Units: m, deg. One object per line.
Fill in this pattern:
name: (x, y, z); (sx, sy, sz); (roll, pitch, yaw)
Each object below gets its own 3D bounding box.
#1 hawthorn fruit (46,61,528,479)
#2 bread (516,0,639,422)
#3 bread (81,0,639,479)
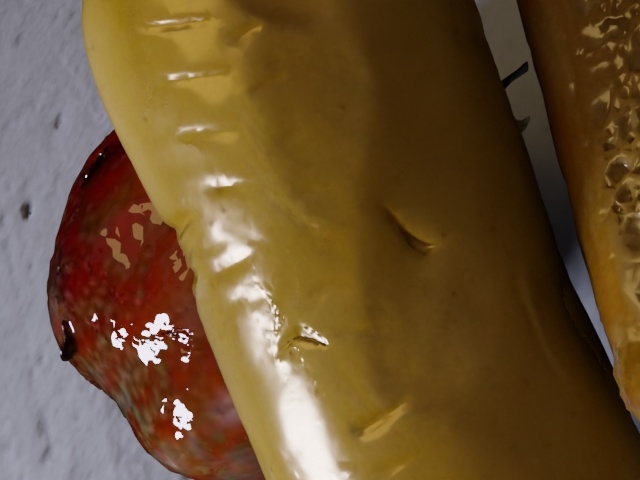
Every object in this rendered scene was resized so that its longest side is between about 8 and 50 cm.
hawthorn fruit: (0.000, 0.000, 0.775); (0.235, 0.181, 0.181); (-38, 41, 14)
bread: (0.166, -0.097, 0.690); (0.185, 0.109, 0.380); (-29, 48, 24)
bread: (0.022, 0.011, 0.655); (0.142, 0.091, 0.305); (-23, 88, 1)
